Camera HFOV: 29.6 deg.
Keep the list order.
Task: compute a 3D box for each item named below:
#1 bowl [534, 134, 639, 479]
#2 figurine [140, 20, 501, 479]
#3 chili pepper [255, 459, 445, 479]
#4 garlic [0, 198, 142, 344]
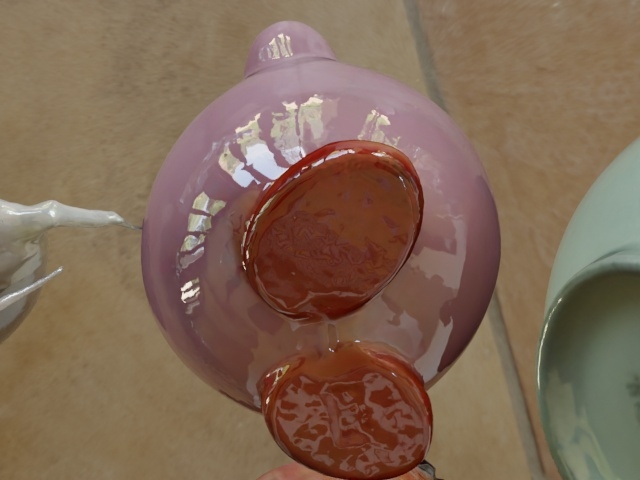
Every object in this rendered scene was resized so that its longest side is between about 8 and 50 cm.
[{"bbox_3d":[0.246,0.077,0.677,0.185,0.354,0.353,-12,98,-30],"label":"bowl"},{"bbox_3d":[0.000,0.000,0.561,0.173,0.173,0.173,1,98,5],"label":"figurine"},{"bbox_3d":[0.071,0.258,0.640,0.229,0.305,0.251,-30,121,-25],"label":"chili pepper"},{"bbox_3d":[-0.329,0.086,0.952,0.340,0.246,0.231,-27,52,33],"label":"garlic"}]
